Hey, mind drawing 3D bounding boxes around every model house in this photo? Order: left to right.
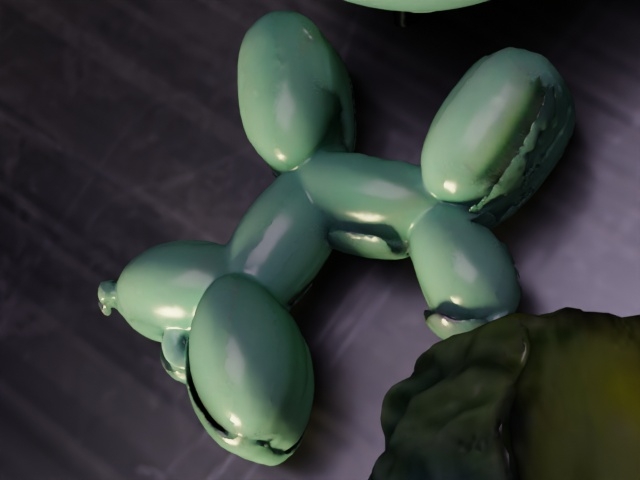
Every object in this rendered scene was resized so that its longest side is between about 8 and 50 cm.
[{"bbox_3d":[0.044,0.141,0.414,0.211,0.170,0.194,-33,60,46],"label":"model house"}]

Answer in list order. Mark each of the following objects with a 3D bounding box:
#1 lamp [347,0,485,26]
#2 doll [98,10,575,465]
[{"bbox_3d":[0.085,-0.191,0.519,0.284,0.147,0.209,-44,67,2],"label":"lamp"},{"bbox_3d":[0.000,0.000,0.535,0.159,0.059,0.158,7,75,20],"label":"doll"}]
